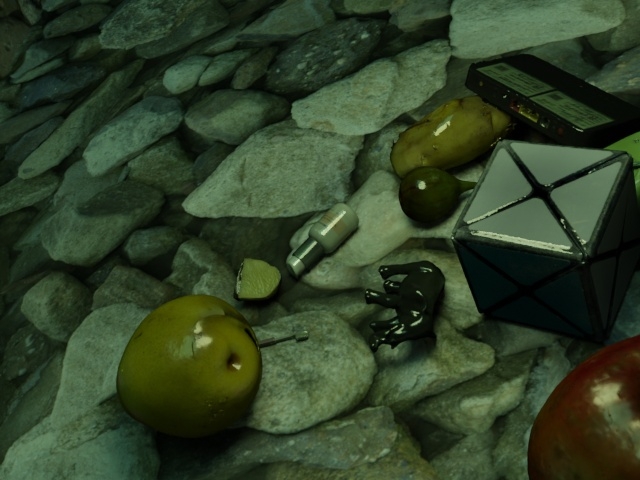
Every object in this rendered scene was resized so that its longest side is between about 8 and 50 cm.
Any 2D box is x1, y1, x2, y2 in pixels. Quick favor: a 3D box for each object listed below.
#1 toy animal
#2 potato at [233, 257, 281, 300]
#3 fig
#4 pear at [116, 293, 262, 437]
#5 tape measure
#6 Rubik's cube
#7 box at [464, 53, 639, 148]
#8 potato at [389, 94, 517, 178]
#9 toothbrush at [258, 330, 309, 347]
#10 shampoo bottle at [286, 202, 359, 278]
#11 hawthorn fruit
[{"bbox_3d":[0.162,0.120,1.649,0.146,0.114,0.245,-2,49,28],"label":"toy animal"},{"bbox_3d":[-0.127,0.096,1.868,0.103,0.066,0.096,10,79,24],"label":"potato"},{"bbox_3d":[0.285,-0.106,1.814,0.237,0.124,0.124,-6,46,4],"label":"fig"},{"bbox_3d":[-0.271,0.246,1.652,0.337,0.285,0.284,-9,46,24],"label":"pear"},{"bbox_3d":[0.574,-0.115,1.655,0.200,0.106,0.175,-22,40,11],"label":"tape measure"},{"bbox_3d":[0.414,-0.003,1.527,0.260,0.259,0.254,8,55,35],"label":"Rubik's cube"},{"bbox_3d":[0.496,-0.302,1.824,0.211,0.058,0.350,-18,43,-31],"label":"box"},{"bbox_3d":[0.294,-0.235,1.890,0.300,0.173,0.140,-25,85,5],"label":"potato"},{"bbox_3d":[-0.114,0.216,1.781,0.195,0.014,0.017,-14,45,17],"label":"toothbrush"},{"bbox_3d":[0.000,0.000,1.881,0.192,0.074,0.074,-43,44,-14],"label":"shampoo bottle"},{"bbox_3d":[0.478,0.287,1.125,0.403,0.402,0.402,-15,44,15],"label":"hawthorn fruit"}]
